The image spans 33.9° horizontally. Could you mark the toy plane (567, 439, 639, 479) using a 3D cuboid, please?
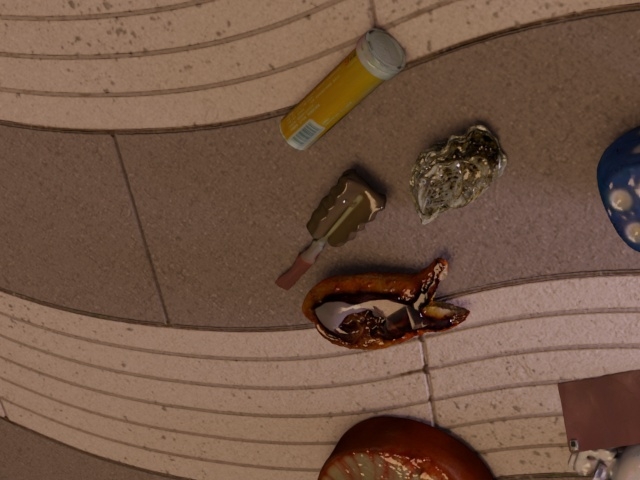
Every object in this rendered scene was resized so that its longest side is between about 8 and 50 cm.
[{"bbox_3d":[0.510,0.400,1.674,0.245,0.117,0.244,16,122,26],"label":"toy plane"}]

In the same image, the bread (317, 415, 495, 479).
[{"bbox_3d":[0.157,0.461,1.880,0.328,0.114,0.295,20,126,13],"label":"bread"}]

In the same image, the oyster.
[{"bbox_3d":[0.190,-0.096,1.533,0.177,0.064,0.125,-34,118,27],"label":"oyster"}]

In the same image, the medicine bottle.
[{"bbox_3d":[0.026,-0.213,1.522,0.074,0.074,0.218,45,130,-8],"label":"medicine bottle"}]

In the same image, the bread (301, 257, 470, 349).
[{"bbox_3d":[0.102,0.103,1.692,0.269,0.095,0.139,-14,117,17],"label":"bread"}]

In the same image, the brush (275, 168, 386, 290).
[{"bbox_3d":[0.000,0.000,1.684,0.084,0.071,0.301,36,135,-5],"label":"brush"}]

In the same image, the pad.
[{"bbox_3d":[0.462,0.262,1.626,0.188,0.006,0.113,-16,75,33],"label":"pad"}]

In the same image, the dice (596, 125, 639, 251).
[{"bbox_3d":[0.453,-0.074,1.365,0.143,0.146,0.146,-21,106,37],"label":"dice"}]
